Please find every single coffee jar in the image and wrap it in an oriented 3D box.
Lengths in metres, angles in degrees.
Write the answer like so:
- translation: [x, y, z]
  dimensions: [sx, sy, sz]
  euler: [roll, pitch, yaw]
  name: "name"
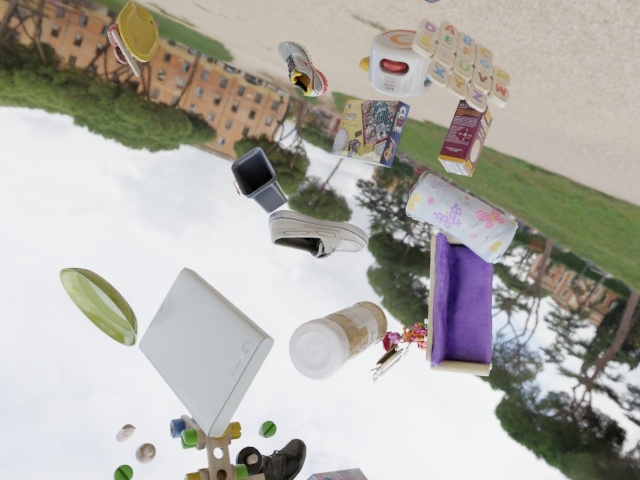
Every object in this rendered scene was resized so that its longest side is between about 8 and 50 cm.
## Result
- translation: [0.383, -0.182, 1.863]
  dimensions: [0.096, 0.079, 0.184]
  euler: [42, -147, 1]
  name: "coffee jar"

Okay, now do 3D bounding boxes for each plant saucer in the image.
- translation: [-0.507, 0.149, 1.200]
  dimensions: [0.240, 0.241, 0.037]
  euler: [29, -130, 18]
  name: "plant saucer"

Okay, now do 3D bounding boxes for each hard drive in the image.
- translation: [-0.238, 0.205, 1.015]
  dimensions: [0.307, 0.203, 0.040]
  euler: [30, 180, 43]
  name: "hard drive"

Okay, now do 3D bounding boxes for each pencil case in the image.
- translation: [0.350, -0.057, 1.285]
  dimensions: [0.273, 0.124, 0.114]
  euler: [32, 156, 19]
  name: "pencil case"

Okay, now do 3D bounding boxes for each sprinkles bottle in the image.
- translation: [0.054, 0.219, 1.191]
  dimensions: [0.121, 0.121, 0.355]
  euler: [29, -168, 20]
  name: "sprinkles bottle"

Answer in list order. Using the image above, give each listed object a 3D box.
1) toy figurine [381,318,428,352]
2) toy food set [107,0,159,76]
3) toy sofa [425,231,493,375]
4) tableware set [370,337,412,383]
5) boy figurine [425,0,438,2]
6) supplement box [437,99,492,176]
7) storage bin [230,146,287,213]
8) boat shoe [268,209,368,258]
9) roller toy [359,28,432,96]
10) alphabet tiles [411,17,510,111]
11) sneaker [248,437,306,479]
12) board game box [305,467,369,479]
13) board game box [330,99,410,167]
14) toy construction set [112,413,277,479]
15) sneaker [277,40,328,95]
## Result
- translation: [0.272, 0.316, 1.639]
  dimensions: [0.159, 0.130, 0.173]
  euler: [-8, 149, 5]
  name: "toy figurine"
- translation: [-0.490, -0.515, 1.308]
  dimensions: [0.071, 0.128, 0.218]
  euler: [-11, -135, 18]
  name: "toy food set"
- translation: [0.371, 0.160, 1.341]
  dimensions: [0.150, 0.363, 0.177]
  euler: [1, 170, 22]
  name: "toy sofa"
- translation: [0.174, 0.312, 1.349]
  dimensions: [0.039, 0.128, 0.194]
  euler: [48, 169, 20]
  name: "tableware set"
- translation: [0.155, -0.524, 0.828]
  dimensions: [0.092, 0.177, 0.285]
  euler: [20, -129, -51]
  name: "boy figurine"
- translation: [0.417, -0.293, 1.472]
  dimensions: [0.080, 0.188, 0.104]
  euler: [19, 174, 32]
  name: "supplement box"
- translation: [-0.135, -0.124, 1.148]
  dimensions: [0.091, 0.098, 0.135]
  euler: [53, -175, -45]
  name: "storage bin"
- translation: [0.000, 0.000, 1.248]
  dimensions: [0.267, 0.096, 0.088]
  euler: [17, -127, -28]
  name: "boat shoe"
- translation: [0.233, -0.504, 1.476]
  dimensions: [0.209, 0.146, 0.191]
  euler: [-11, -137, -14]
  name: "roller toy"
- translation: [0.360, -0.448, 1.295]
  dimensions: [0.284, 0.021, 0.278]
  euler: [29, -129, -9]
  name: "alphabet tiles"
- translation: [-0.124, 0.565, 1.310]
  dimensions: [0.087, 0.130, 0.227]
  euler: [-17, -166, 43]
  name: "sneaker"
- translation: [-0.053, 0.649, 1.159]
  dimensions: [0.066, 0.318, 0.318]
  euler: [48, -179, 30]
  name: "board game box"
- translation: [0.129, -0.296, 1.395]
  dimensions: [0.042, 0.165, 0.243]
  euler: [13, -172, -33]
  name: "board game box"
- translation: [-0.231, 0.416, 0.966]
  dimensions: [0.308, 0.237, 0.258]
  euler: [24, -124, -14]
  name: "toy construction set"
- translation: [-0.071, -0.574, 1.711]
  dimensions: [0.092, 0.088, 0.225]
  euler: [-29, -104, -39]
  name: "sneaker"
